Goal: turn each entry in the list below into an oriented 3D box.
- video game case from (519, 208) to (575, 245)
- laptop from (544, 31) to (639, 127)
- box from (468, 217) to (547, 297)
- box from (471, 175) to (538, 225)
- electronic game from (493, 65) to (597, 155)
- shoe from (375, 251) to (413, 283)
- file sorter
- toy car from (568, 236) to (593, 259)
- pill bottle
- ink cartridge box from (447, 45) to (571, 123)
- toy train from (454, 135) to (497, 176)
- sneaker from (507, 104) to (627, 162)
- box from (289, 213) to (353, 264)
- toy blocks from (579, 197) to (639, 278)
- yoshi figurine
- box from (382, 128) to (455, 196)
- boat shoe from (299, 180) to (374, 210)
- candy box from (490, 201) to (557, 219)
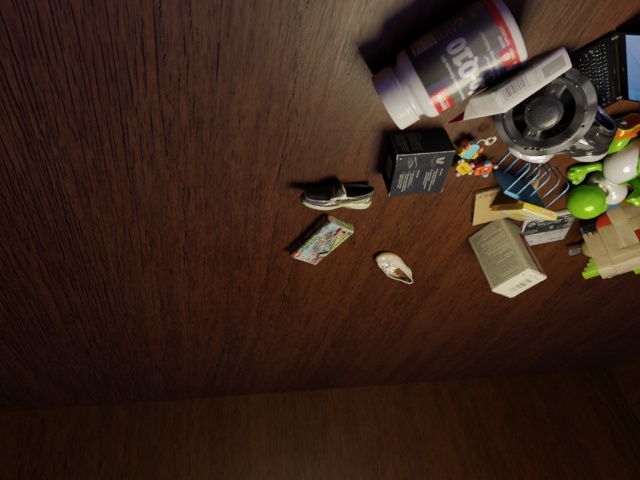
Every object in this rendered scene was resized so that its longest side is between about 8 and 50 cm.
[{"bbox_3d":[0.826,-0.044,1.621,0.191,0.022,0.173,-11,144,1],"label":"video game case"},{"bbox_3d":[0.718,-0.365,1.072,0.265,0.136,0.234,-27,140,21],"label":"laptop"},{"bbox_3d":[0.646,0.058,1.533,0.127,0.232,0.149,19,134,-34],"label":"box"},{"bbox_3d":[0.604,-0.127,1.454,0.201,0.021,0.164,-14,143,4],"label":"box"},{"bbox_3d":[0.550,-0.319,1.086,0.230,0.048,0.229,13,127,18],"label":"electronic game"},{"bbox_3d":[0.283,0.104,1.649,0.077,0.058,0.219,-33,138,27],"label":"shoe"},{"bbox_3d":[0.613,-0.183,1.288,0.171,0.118,0.104,18,131,-21],"label":"file sorter"},{"bbox_3d":[1.073,0.035,1.704,0.189,0.148,0.155,12,127,-10],"label":"toy car"},{"bbox_3d":[0.265,-0.367,0.934,0.283,0.161,0.161,-28,140,22],"label":"pill bottle"},{"bbox_3d":[0.394,-0.335,0.970,0.181,0.225,0.056,-34,107,-7],"label":"ink cartridge box"},{"bbox_3d":[0.439,-0.239,1.248,0.125,0.046,0.166,-16,146,5],"label":"toy train"},{"bbox_3d":[0.643,-0.284,1.153,0.269,0.101,0.153,2,154,2],"label":"sneaker"},{"bbox_3d":[0.000,0.000,1.459,0.114,0.036,0.207,19,134,-34],"label":"box"},{"bbox_3d":[1.062,-0.045,1.503,0.382,0.260,0.191,-26,143,31],"label":"toy blocks"},{"bbox_3d":[0.866,-0.183,1.324,0.203,0.203,0.362,4,146,7],"label":"yoshi figurine"},{"bbox_3d":[0.262,-0.209,1.200,0.159,0.093,0.155,-5,143,-6],"label":"box"},{"bbox_3d":[0.052,-0.136,1.264,0.224,0.080,0.073,0,137,-22],"label":"boat shoe"},{"bbox_3d":[0.615,-0.087,1.344,0.105,0.027,0.206,15,-179,-4],"label":"candy box"}]
